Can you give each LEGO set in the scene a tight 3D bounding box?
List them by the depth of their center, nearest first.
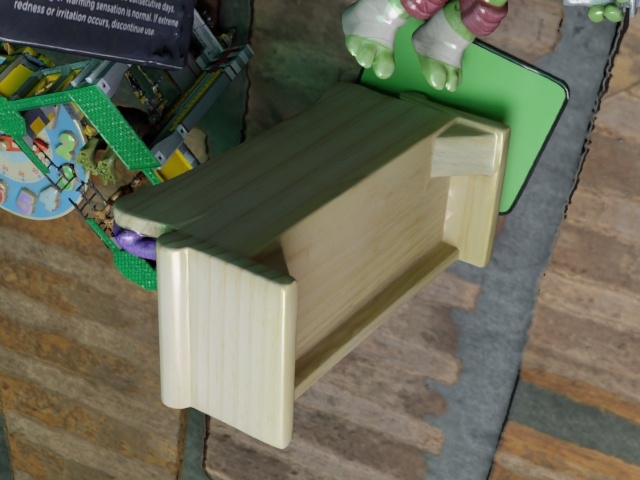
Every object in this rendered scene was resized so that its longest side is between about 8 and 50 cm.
[{"bbox_3d":[-0.150,-0.112,1.115,0.255,0.192,0.331,-11,127,50],"label":"LEGO set"}]

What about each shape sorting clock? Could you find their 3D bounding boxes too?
[{"bbox_3d":[-0.347,-0.113,1.265,0.206,0.040,0.206,12,121,20],"label":"shape sorting clock"}]

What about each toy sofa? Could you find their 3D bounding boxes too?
[{"bbox_3d":[0.000,0.000,0.951,0.177,0.362,0.150,20,125,28],"label":"toy sofa"}]

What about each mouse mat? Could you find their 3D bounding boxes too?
[{"bbox_3d":[0.121,-0.121,1.055,0.190,0.007,0.152,28,125,8],"label":"mouse mat"}]

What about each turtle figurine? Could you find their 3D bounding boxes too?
[{"bbox_3d":[0.162,-0.196,0.876,0.274,0.198,0.266,49,128,-2],"label":"turtle figurine"}]

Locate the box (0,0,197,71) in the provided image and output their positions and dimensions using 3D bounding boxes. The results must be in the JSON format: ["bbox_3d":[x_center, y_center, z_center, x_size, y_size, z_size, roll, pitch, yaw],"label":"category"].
[{"bbox_3d":[-0.316,-0.414,0.839,0.480,0.297,0.471,16,98,17],"label":"box"}]
